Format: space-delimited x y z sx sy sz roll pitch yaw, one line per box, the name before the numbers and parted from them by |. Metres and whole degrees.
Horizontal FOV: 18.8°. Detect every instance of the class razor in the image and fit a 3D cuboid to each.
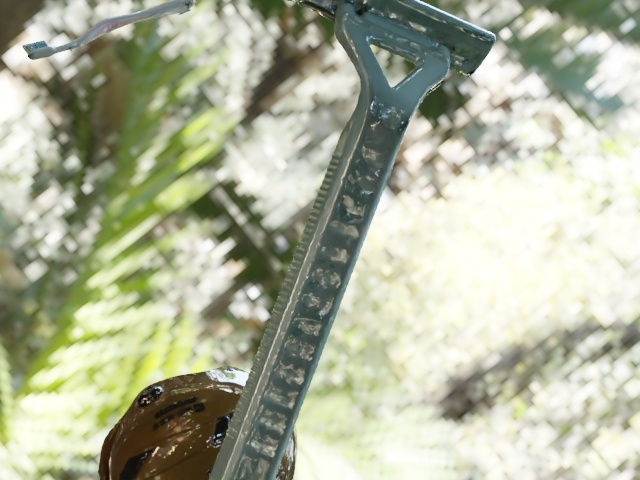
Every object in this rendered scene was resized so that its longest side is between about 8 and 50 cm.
razor | 0.004 0.001 1.003 0.111 0.278 0.056 21 -8 -21

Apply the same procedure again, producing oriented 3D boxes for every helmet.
helmet | -0.126 0.247 2.116 0.198 0.224 0.130 66 -7 -13

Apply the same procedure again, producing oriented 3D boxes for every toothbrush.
toothbrush | -0.200 -0.206 1.877 0.022 0.204 0.017 51 -39 21
